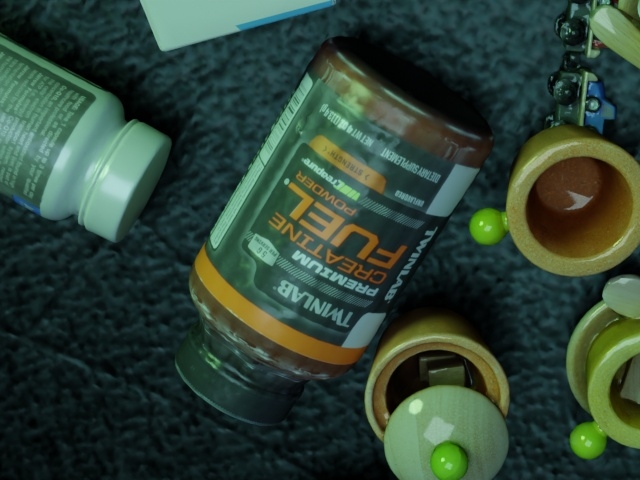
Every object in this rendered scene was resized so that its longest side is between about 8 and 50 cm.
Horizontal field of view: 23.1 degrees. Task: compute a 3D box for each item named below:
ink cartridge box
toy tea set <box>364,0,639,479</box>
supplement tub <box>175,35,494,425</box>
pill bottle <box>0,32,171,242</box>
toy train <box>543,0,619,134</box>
[{"bbox_3d":[-0.042,-0.171,0.778,0.092,0.143,0.090,-13,118,12],"label":"ink cartridge box"},{"bbox_3d":[0.167,0.017,0.773,0.200,0.124,0.336,33,107,-12],"label":"toy tea set"},{"bbox_3d":[0.000,0.000,0.822,0.106,0.106,0.198,31,106,1],"label":"supplement tub"},{"bbox_3d":[-0.155,-0.059,0.847,0.137,0.078,0.078,29,106,2],"label":"pill bottle"},{"bbox_3d":[0.142,-0.116,0.813,0.036,0.027,0.158,4,104,-2],"label":"toy train"}]
